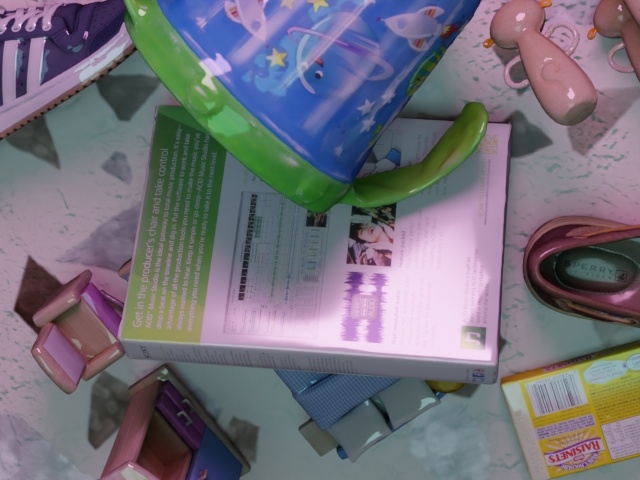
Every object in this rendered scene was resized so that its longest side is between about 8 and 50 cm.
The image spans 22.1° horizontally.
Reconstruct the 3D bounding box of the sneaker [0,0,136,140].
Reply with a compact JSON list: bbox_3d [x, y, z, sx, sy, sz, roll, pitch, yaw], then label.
[{"bbox_3d":[-0.280,-0.183,1.453,0.282,0.099,0.153,-29,103,18],"label":"sneaker"}]

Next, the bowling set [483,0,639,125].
[{"bbox_3d":[0.290,-0.200,1.374,0.287,0.200,0.154,-37,57,13],"label":"bowling set"}]

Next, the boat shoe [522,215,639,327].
[{"bbox_3d":[0.345,0.038,1.416,0.342,0.123,0.123,9,92,7],"label":"boat shoe"}]

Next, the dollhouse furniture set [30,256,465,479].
[{"bbox_3d":[-0.058,0.111,1.449,0.303,0.198,0.286,-34,106,15],"label":"dollhouse furniture set"}]

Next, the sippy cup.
[{"bbox_3d":[0.001,-0.179,1.313,0.224,0.305,0.240,-44,61,11],"label":"sippy cup"}]

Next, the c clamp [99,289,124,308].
[{"bbox_3d":[-0.112,0.031,1.537,0.137,0.022,0.160,35,108,-4],"label":"c clamp"}]

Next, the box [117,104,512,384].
[{"bbox_3d":[0.000,0.000,1.426,0.322,0.058,0.232,4,65,5],"label":"box"}]

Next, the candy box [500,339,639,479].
[{"bbox_3d":[0.280,0.150,1.520,0.206,0.027,0.105,-16,104,12],"label":"candy box"}]
